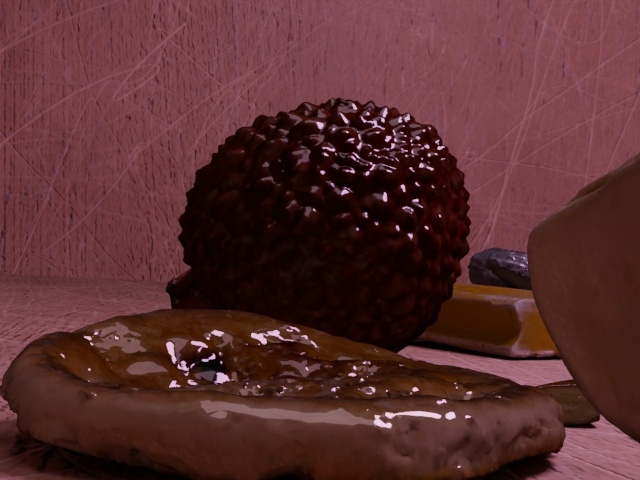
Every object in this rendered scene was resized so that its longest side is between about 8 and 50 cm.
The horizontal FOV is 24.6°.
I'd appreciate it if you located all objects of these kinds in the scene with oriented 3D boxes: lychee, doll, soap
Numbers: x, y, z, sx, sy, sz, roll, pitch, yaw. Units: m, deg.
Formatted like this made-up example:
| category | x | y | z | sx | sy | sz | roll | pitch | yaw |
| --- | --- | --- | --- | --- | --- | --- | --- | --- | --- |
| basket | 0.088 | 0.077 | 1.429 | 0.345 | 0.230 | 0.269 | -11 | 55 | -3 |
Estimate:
| category | x | y | z | sx | sy | sz | roll | pitch | yaw |
| --- | --- | --- | --- | --- | --- | --- | --- | --- | --- |
| lychee | 0.000 | 0.000 | 1.384 | 0.264 | 0.300 | 0.264 | 42 | 12 | -12 |
| doll | 0.324 | 0.037 | 1.813 | 0.246 | 0.158 | 0.340 | 20 | 0 | -25 |
| soap | 0.196 | 0.091 | 1.703 | 0.140 | 0.073 | 0.232 | -1 | 4 | -35 |

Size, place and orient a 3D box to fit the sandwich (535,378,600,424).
| category | x | y | z | sx | sy | sz | roll | pitch | yaw |
| --- | --- | --- | --- | --- | --- | --- | --- | --- | --- |
| sandwich | 0.183 | 0.117 | 1.062 | 0.044 | 0.031 | 0.083 | -2 | 0 | 38 |

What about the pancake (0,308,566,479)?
| category | x | y | z | sx | sy | sz | roll | pitch | yaw |
| --- | --- | --- | --- | --- | --- | --- | --- | --- | --- |
| pancake | -0.022 | 0.093 | 0.880 | 0.356 | 0.065 | 0.356 | 4 | 4 | 0 |

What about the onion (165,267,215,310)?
| category | x | y | z | sx | sy | sz | roll | pitch | yaw |
| --- | --- | --- | --- | --- | --- | --- | --- | --- | --- |
| onion | -0.066 | 0.055 | 1.574 | 0.184 | 0.147 | 0.184 | -36 | -13 | -10 |

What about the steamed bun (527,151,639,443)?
| category | x | y | z | sx | sy | sz | roll | pitch | yaw |
| --- | --- | --- | --- | --- | --- | --- | --- | --- | --- |
| steamed bun | 0.273 | 0.046 | 0.654 | 0.289 | 0.203 | 0.276 | 5 | -26 | -34 |
